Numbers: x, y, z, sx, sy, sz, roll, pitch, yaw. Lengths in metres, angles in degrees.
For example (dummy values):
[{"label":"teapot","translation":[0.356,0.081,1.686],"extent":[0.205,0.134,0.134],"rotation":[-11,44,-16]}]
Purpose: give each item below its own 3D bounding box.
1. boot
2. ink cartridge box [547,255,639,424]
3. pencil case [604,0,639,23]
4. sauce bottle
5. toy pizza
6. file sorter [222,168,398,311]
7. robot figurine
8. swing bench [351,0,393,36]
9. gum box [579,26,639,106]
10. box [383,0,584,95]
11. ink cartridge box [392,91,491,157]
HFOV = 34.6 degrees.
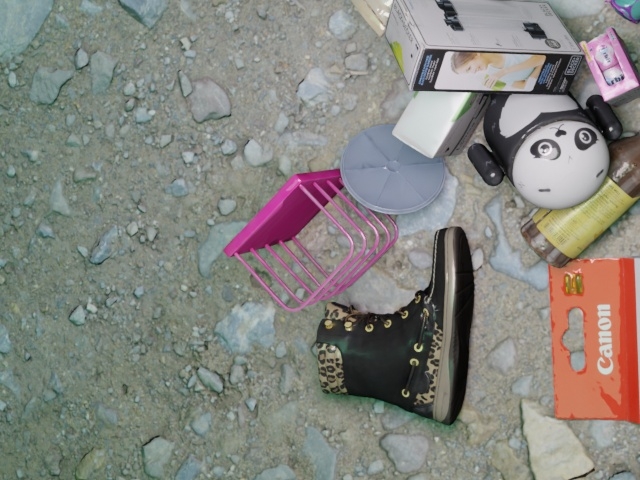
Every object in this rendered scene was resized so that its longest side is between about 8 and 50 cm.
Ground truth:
[{"label":"boot","translation":[0.143,0.152,1.975],"extent":[0.284,0.138,0.377],"rotation":[6,102,23]},{"label":"ink cartridge box","translation":[0.591,0.180,1.801],"extent":[0.385,0.091,0.308],"rotation":[-2,93,23]},{"label":"pencil case","translation":[0.569,-0.451,1.776],"extent":[0.070,0.064,0.151],"rotation":[38,108,0]},{"label":"sauce bottle","translation":[0.508,-0.097,1.803],"extent":[0.344,0.111,0.111],"rotation":[-45,76,21]},{"label":"toy pizza","translation":[0.137,-0.133,1.958],"extent":[0.201,0.032,0.201],"rotation":[1,63,-2]},{"label":"file sorter","translation":[0.000,0.000,1.940],"extent":[0.182,0.291,0.202],"rotation":[48,110,10]},{"label":"robot figurine","translation":[0.383,-0.176,1.770],"extent":[0.209,0.174,0.278],"rotation":[-54,32,27]},{"label":"swing bench","translation":[0.189,-0.496,1.834],"extent":[0.253,0.255,0.165],"rotation":[-41,78,21]},{"label":"gum box","translation":[0.500,-0.292,1.749],"extent":[0.062,0.188,0.107],"rotation":[-26,84,21]},{"label":"box","translation":[0.267,-0.327,1.710],"extent":[0.169,0.290,0.087],"rotation":[-109,25,-42]},{"label":"ink cartridge box","translation":[0.232,-0.239,1.857],"extent":[0.093,0.219,0.160],"rotation":[35,107,14]}]
